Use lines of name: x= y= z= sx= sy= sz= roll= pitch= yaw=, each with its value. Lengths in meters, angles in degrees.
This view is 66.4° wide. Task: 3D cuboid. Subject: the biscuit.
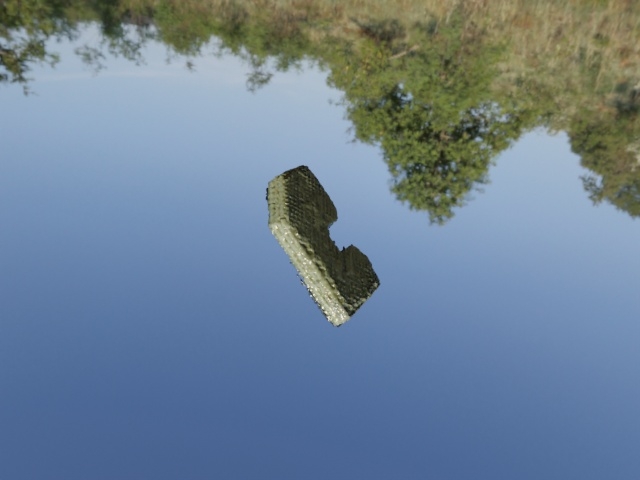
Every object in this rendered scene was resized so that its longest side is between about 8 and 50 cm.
biscuit: x=0.000 y=0.000 z=0.772 sx=0.250 sy=0.046 sz=0.147 roll=58 pitch=-145 yaw=0
